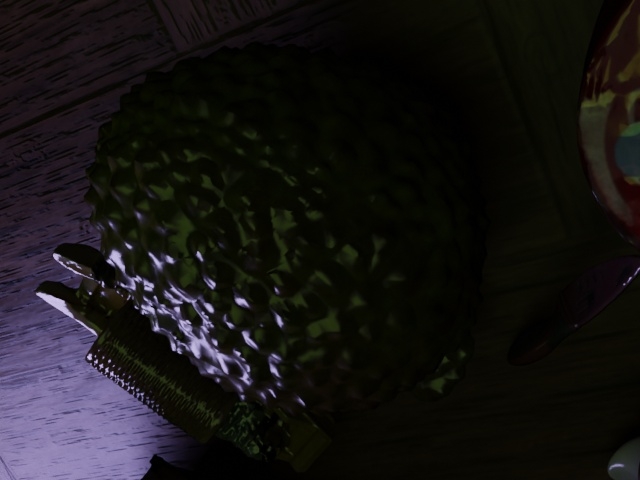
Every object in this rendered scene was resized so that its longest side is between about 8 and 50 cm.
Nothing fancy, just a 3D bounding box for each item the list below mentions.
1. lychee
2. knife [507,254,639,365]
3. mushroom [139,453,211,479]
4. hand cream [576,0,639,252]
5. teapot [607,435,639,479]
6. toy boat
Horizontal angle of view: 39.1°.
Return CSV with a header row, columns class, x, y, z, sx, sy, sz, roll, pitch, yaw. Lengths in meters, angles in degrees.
class,x,y,z,sx,sy,sz,roll,pitch,yaw
lychee,-0.009,-0.004,0.644,0.320,0.270,0.270,3,128,-26
knife,0.182,0.053,0.663,0.018,0.035,0.247,6,157,-6
mushroom,-0.165,0.355,0.883,0.352,0.260,0.352,22,165,6
hand cream,0.270,-0.093,0.541,0.230,0.149,0.230,9,118,17
teapot,0.342,0.152,0.654,0.204,0.139,0.298,30,126,-28
toy boat,-0.126,0.114,0.841,0.310,0.115,0.089,39,125,-2
